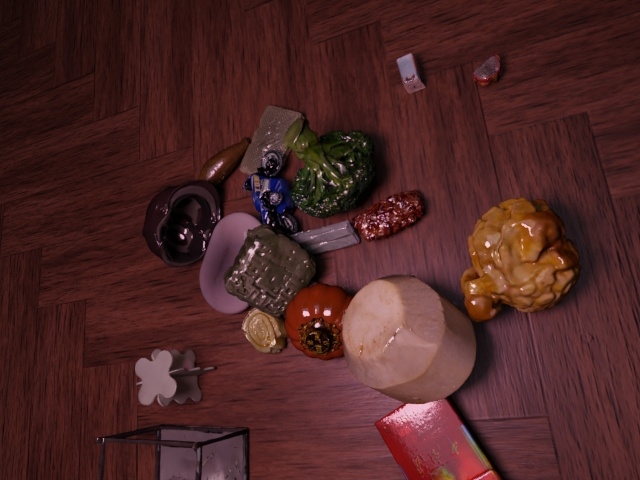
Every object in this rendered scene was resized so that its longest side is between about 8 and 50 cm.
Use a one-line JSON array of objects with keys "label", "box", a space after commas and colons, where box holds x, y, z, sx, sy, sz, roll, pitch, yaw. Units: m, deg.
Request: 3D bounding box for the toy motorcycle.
[{"label": "toy motorcycle", "box": [-0.164, -0.124, 1.483, 0.169, 0.113, 0.315, -18, 79, 29]}]

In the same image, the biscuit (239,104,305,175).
[{"label": "biscuit", "box": [-0.166, -0.326, 1.559, 0.150, 0.052, 0.252, 24, 88, 25]}]

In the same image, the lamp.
[{"label": "lamp", "box": [0.010, 0.225, 1.276, 0.223, 0.196, 0.223, 4, 116, 9]}]

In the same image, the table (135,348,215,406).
[{"label": "table", "box": [-0.434, 0.411, 1.410, 0.167, 0.198, 0.166, -6, 75, 21]}]

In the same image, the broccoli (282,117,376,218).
[{"label": "broccoli", "box": [0.007, -0.207, 1.338, 0.298, 0.297, 0.297, -32, 40, 32]}]

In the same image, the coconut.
[{"label": "coconut", "box": [0.216, 0.242, 1.132, 0.323, 0.323, 0.323, -5, 76, 21]}]

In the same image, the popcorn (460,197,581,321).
[{"label": "popcorn", "box": [0.470, 0.061, 1.118, 0.265, 0.225, 0.332, 32, 89, 0]}]

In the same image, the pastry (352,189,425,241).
[{"label": "pastry", "box": [0.198, -0.074, 1.329, 0.209, 0.097, 0.115, -25, 80, 14]}]

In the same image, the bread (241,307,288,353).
[{"label": "bread", "box": [-0.164, 0.272, 1.408, 0.117, 0.064, 0.156, -45, 67, 11]}]

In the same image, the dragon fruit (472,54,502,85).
[{"label": "dragon fruit", "box": [0.485, -0.478, 1.328, 0.083, 0.056, 0.060, -41, 64, 13]}]

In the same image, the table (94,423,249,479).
[{"label": "table", "box": [-0.412, 0.653, 1.302, 0.335, 0.272, 0.222, -8, 74, 20]}]

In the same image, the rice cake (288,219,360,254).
[{"label": "rice cake", "box": [0.000, 0.000, 1.395, 0.226, 0.085, 0.040, -15, 37, 17]}]

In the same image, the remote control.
[{"label": "remote control", "box": [-0.272, 0.073, 1.456, 0.221, 0.103, 0.332, 28, 103, 26]}]

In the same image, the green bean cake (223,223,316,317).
[{"label": "green bean cake", "box": [-0.144, 0.082, 1.333, 0.223, 0.125, 0.227, 33, 95, -18]}]

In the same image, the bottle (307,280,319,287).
[{"label": "bottle", "box": [-0.047, 0.187, 1.386, 0.053, 0.053, 0.140, 18, 85, 25]}]

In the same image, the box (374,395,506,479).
[{"label": "box", "box": [0.302, 0.539, 1.142, 0.197, 0.089, 0.313, -36, 68, 9]}]

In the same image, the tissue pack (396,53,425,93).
[{"label": "tissue pack", "box": [0.274, -0.508, 1.412, 0.059, 0.074, 0.094, -19, 72, 25]}]

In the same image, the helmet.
[{"label": "helmet", "box": [-0.470, -0.073, 1.531, 0.177, 0.225, 0.305, 20, 93, 37]}]

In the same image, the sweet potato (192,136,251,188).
[{"label": "sweet potato", "box": [-0.352, -0.251, 1.594, 0.286, 0.085, 0.112, -48, 20, 4]}]
